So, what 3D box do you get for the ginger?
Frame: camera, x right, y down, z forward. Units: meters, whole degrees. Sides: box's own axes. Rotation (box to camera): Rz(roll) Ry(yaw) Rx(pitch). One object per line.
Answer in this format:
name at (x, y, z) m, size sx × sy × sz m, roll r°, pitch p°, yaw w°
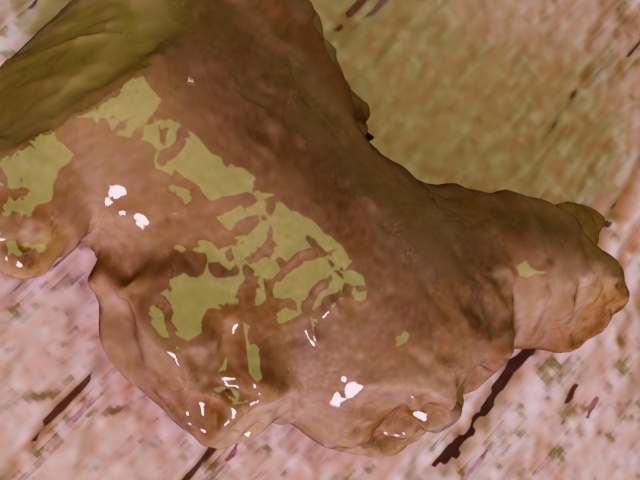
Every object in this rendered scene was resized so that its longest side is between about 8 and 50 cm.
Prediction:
ginger at (-0.003, 0.003, 0.388) m, size 0.213 × 0.074 × 0.137 m, roll 34°, pitch 72°, yaw -20°
